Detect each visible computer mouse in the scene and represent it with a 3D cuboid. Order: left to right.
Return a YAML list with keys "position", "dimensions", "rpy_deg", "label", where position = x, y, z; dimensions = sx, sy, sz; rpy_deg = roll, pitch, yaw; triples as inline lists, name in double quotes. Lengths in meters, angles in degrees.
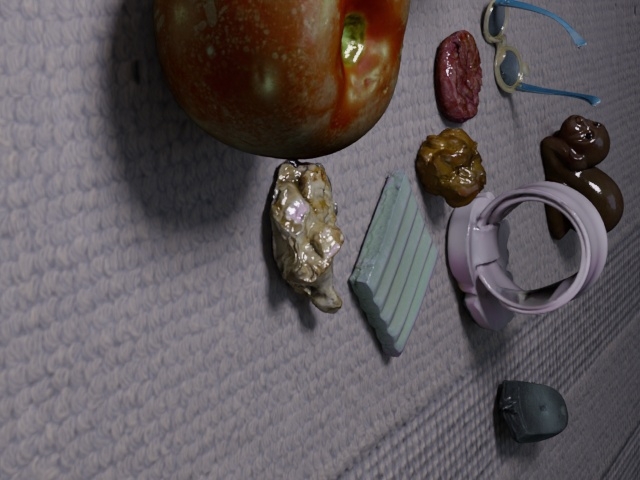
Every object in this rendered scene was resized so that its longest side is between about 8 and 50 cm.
- position: [0.375, 0.315, 1.948]
  dimensions: [0.229, 0.068, 0.113]
  rpy_deg: [14, 60, -48]
  label: "computer mouse"

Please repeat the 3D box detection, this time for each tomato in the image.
- position: [-0.045, -0.214, 1.047]
  dimensions: [0.270, 0.223, 0.270]
  rpy_deg: [-38, 138, -43]
  label: "tomato"

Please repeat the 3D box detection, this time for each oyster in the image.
- position: [0.000, 0.000, 1.277]
  dimensions: [0.163, 0.081, 0.191]
  rpy_deg: [-61, 144, -46]
  label: "oyster"

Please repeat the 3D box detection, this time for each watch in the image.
- position: [0.342, 0.030, 1.718]
  dimensions: [0.196, 0.231, 0.244]
  rpy_deg: [-19, 104, -61]
  label: "watch"

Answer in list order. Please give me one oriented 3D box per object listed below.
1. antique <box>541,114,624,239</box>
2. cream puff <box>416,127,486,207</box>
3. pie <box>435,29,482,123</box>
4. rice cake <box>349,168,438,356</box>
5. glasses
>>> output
- position: [0.520, -0.125, 2.111]
  dimensions: [0.121, 0.143, 0.256]
  rpy_deg: [-30, 114, -54]
  label: "antique"
- position: [0.202, -0.111, 1.604]
  dimensions: [0.116, 0.094, 0.122]
  rpy_deg: [23, 76, -56]
  label: "cream puff"
- position: [0.221, -0.260, 1.690]
  dimensions: [0.154, 0.036, 0.154]
  rpy_deg: [0, 90, -61]
  label: "pie"
- position: [0.108, 0.034, 1.503]
  dimensions: [0.198, 0.037, 0.189]
  rpy_deg: [-63, 141, -38]
  label: "rice cake"
- position: [0.360, -0.304, 1.792]
  dimensions: [0.088, 0.220, 0.189]
  rpy_deg: [-31, 128, -10]
  label: "glasses"
